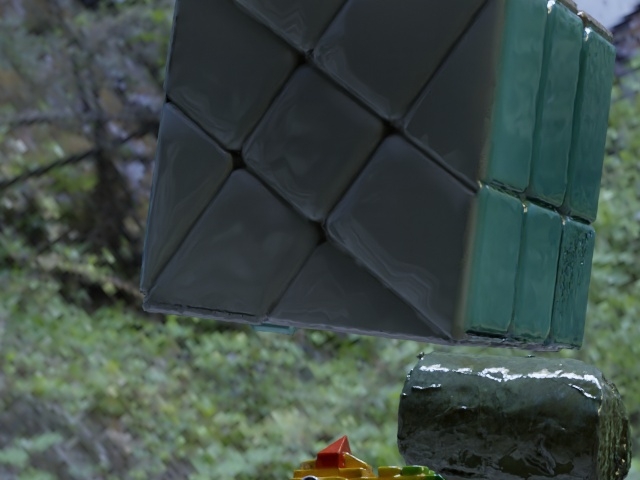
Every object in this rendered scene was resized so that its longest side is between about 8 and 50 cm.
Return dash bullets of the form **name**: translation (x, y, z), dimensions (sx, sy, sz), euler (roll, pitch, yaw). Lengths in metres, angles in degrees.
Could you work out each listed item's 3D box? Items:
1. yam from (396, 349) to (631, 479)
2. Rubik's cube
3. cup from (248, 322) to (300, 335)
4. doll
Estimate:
- **yam**: translation (0.273, 0.254, 2.306), dimensions (0.300, 0.195, 0.195), euler (4, 50, 22)
- **Rubik's cube**: translation (0.044, -0.051, 1.064), dimensions (0.221, 0.224, 0.231), euler (6, 86, 26)
- **cup**: translation (0.000, 0.000, 1.874), dimensions (0.148, 0.134, 0.236), euler (-40, 5, 47)
- **doll**: translation (0.051, 0.233, 1.279), dimensions (0.186, 0.106, 0.134), euler (26, 85, 25)
